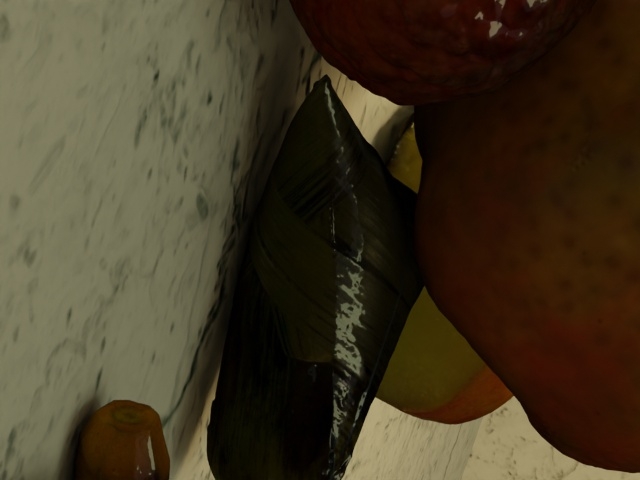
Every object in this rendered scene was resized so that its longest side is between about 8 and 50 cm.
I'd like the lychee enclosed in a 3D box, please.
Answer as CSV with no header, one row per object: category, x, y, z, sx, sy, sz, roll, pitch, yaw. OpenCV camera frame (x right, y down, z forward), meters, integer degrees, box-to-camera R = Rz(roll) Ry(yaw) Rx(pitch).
lychee,0.084,-0.225,1.196,0.300,0.255,0.255,-121,-143,-56

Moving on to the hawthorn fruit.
hawthorn fruit,0.314,-0.043,1.373,0.472,0.471,0.472,18,90,-77

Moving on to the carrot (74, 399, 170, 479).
carrot,-0.155,0.254,1.203,0.066,0.066,0.314,-46,152,-63

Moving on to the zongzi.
zongzi,-0.017,0.042,1.344,0.300,0.138,0.286,71,39,-63

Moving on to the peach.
peach,0.170,0.007,1.845,0.306,0.242,0.380,8,100,-72
